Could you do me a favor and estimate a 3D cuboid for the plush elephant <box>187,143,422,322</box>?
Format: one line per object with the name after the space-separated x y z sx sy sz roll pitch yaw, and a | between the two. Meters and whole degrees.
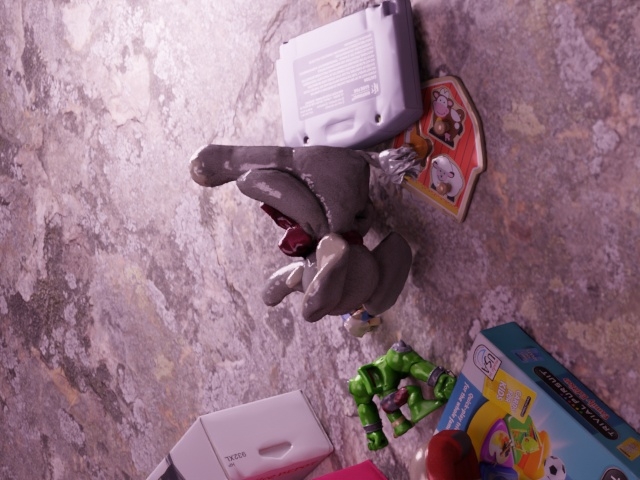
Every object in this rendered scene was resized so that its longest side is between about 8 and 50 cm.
0.000 0.000 1.992 0.330 0.272 0.255 -1 81 35 | plush elephant

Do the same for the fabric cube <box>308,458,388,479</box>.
0.022 0.537 2.107 0.254 0.258 0.259 43 129 36 | fabric cube

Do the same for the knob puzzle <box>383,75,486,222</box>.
0.163 -0.146 1.956 0.213 0.030 0.213 14 109 48 | knob puzzle

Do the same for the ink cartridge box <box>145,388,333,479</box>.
-0.155 0.398 2.310 0.307 0.223 0.129 -50 60 43 | ink cartridge box

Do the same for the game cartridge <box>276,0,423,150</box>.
0.041 -0.233 2.044 0.294 0.060 0.196 -11 80 52 | game cartridge

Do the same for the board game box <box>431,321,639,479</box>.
0.307 0.314 1.855 0.336 0.079 0.253 44 129 35 | board game box

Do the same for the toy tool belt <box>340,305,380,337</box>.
0.057 0.108 2.136 0.051 0.052 0.083 -35 72 15 | toy tool belt

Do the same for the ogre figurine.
0.114 0.227 2.053 0.118 0.097 0.197 55 148 10 | ogre figurine

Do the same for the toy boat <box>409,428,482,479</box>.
0.220 0.364 1.823 0.151 0.151 0.231 -14 88 22 | toy boat
